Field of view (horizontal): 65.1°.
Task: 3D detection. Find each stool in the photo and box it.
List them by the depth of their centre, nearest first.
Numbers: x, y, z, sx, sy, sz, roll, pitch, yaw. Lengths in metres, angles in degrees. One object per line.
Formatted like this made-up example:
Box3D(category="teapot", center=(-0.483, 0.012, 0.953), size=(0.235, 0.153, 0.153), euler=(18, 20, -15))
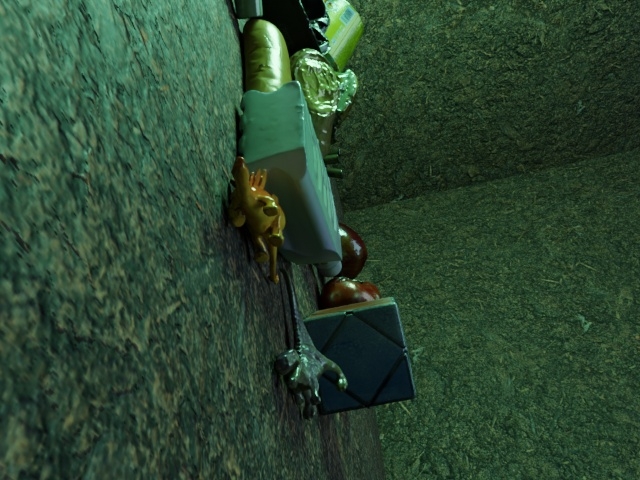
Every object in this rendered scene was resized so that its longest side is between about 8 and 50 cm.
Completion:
Box3D(category="stool", center=(-0.013, -0.273, 1.555), size=(0.153, 0.140, 0.227), euler=(-75, 154, -72))

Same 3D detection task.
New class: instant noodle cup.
Box3D(category="instant noodle cup", center=(0.005, -0.677, 1.678), size=(0.200, 0.265, 0.264), euler=(-58, 161, -12))

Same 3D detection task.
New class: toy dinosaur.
Box3D(category="toy dinosaur", center=(-0.086, -0.037, 0.726), size=(0.288, 0.071, 0.117), euler=(77, 3, -60))
Box3D(category="toy dinosaur", center=(-0.024, 0.185, 0.849), size=(0.251, 0.072, 0.199), euler=(-73, 141, -59))

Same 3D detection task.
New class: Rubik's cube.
Box3D(category="Rubik's cube", center=(0.089, 0.247, 1.115), size=(0.207, 0.206, 0.204), euler=(36, 43, -83))

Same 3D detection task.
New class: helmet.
Box3D(category="helmet", center=(-0.087, -0.592, 1.321), size=(0.305, 0.177, 0.224), euler=(-83, 156, -43))

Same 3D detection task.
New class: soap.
Box3D(category="soap", center=(-0.045, -0.092, 0.941), size=(0.346, 0.115, 0.208), euler=(70, 14, -54))

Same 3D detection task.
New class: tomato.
Box3D(category="tomato", center=(0.084, 0.180, 1.421), size=(0.187, 0.187, 0.151), euler=(50, 51, -78))

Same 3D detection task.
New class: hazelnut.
Box3D(category="hazelnut", center=(0.051, 0.032, 1.577), size=(0.202, 0.160, 0.170), euler=(42, -13, 7))

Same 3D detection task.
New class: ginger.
Box3D(category="ginger", center=(-0.042, -0.304, 1.187), size=(0.221, 0.130, 0.275), euler=(132, -40, -57))

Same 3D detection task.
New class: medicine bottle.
Box3D(category="medicine bottle", center=(0.000, 0.000, 1.332), size=(0.259, 0.095, 0.095), euler=(73, 7, -49))

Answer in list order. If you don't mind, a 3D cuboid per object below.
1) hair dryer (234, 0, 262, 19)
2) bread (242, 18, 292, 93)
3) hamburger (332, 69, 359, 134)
Box3D(category="hair dryer", center=(-0.168, -0.607, 1.059), size=(0.298, 0.119, 0.295), euler=(-152, -125, -81))
Box3D(category="bread", center=(-0.105, -0.331, 1.042), size=(0.142, 0.091, 0.304), euler=(79, 3, -59))
Box3D(category="hamburger", center=(0.020, -0.455, 1.623), size=(0.192, 0.168, 0.288), euler=(-61, -176, -9))
